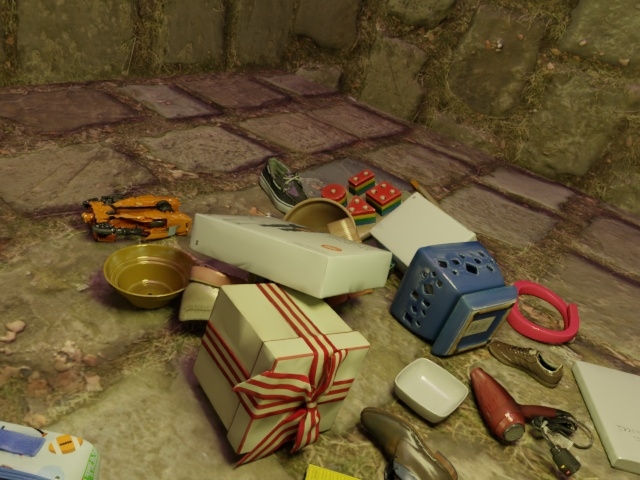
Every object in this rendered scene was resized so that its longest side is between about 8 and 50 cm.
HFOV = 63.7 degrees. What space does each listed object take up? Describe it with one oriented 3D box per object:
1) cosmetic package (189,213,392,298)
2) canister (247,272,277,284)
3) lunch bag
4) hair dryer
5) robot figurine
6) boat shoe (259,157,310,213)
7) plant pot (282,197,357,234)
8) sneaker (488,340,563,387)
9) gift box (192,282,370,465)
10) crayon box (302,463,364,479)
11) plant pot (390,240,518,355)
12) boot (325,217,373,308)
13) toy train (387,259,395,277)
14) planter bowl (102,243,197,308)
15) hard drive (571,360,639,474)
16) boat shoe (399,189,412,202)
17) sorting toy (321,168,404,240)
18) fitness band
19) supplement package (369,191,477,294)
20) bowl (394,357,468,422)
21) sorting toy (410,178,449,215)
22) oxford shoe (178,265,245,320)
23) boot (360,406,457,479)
[{"bbox_3d":[-0.067,0.024,1.195,0.378,0.097,0.284,17,12,32],"label":"cosmetic package"},{"bbox_3d":[-0.100,0.106,1.354,0.170,0.126,0.073,16,29,7],"label":"canister"},{"bbox_3d":[-0.459,0.337,0.688,0.304,0.243,0.115,13,29,-4],"label":"lunch bag"},{"bbox_3d":[0.460,0.401,1.173,0.294,0.080,0.224,38,21,26],"label":"hair dryer"},{"bbox_3d":[-0.537,-0.063,1.493,0.291,0.085,0.211,-6,35,-32],"label":"robot figurine"},{"bbox_3d":[-0.125,-0.196,1.857,0.121,0.119,0.335,-10,38,-36],"label":"boat shoe"},{"bbox_3d":[0.000,0.000,1.539,0.238,0.237,0.110,25,-6,19],"label":"plant pot"},{"bbox_3d":[0.539,0.303,1.344,0.189,0.071,0.066,29,33,23],"label":"sneaker"},{"bbox_3d":[-0.094,0.251,0.991,0.277,0.255,0.258,-4,32,-39],"label":"gift box"},{"bbox_3d":[0.105,0.503,0.810,0.319,0.081,0.202,16,30,4],"label":"crayon box"},{"bbox_3d":[0.360,0.159,1.363,0.236,0.235,0.212,-6,41,-31],"label":"plant pot"},{"bbox_3d":[-0.003,0.082,1.422,0.284,0.220,0.109,-19,-6,10],"label":"boot"},{"bbox_3d":[0.142,0.092,1.529,0.105,0.080,0.184,34,34,20],"label":"toy train"},{"bbox_3d":[-0.414,0.103,1.257,0.217,0.090,0.217,11,30,-7],"label":"planter bowl"},{"bbox_3d":[0.757,0.433,1.249,0.203,0.040,0.307,14,30,0],"label":"hard drive"},{"bbox_3d":[0.334,-0.056,1.837,0.113,0.127,0.340,44,11,-34],"label":"boat shoe"},{"bbox_3d":[0.134,-0.137,1.809,0.256,0.089,0.257,-30,47,-21],"label":"sorting toy"},{"bbox_3d":[0.674,0.218,1.573,0.209,0.054,0.291,20,29,15],"label":"fitness band"},{"bbox_3d":[0.318,0.015,1.573,0.204,0.145,0.262,-39,47,-5],"label":"supplement package"},{"bbox_3d":[0.244,0.345,1.167,0.142,0.053,0.142,34,35,29],"label":"bowl"},{"bbox_3d":[0.402,-0.087,1.850,0.041,0.229,0.307,-28,36,2],"label":"sorting toy"},{"bbox_3d":[-0.139,0.191,1.224,0.397,0.146,0.140,21,-15,-9],"label":"oxford shoe"},{"bbox_3d":[0.148,0.412,0.983,0.219,0.082,0.106,32,32,25],"label":"boot"}]
